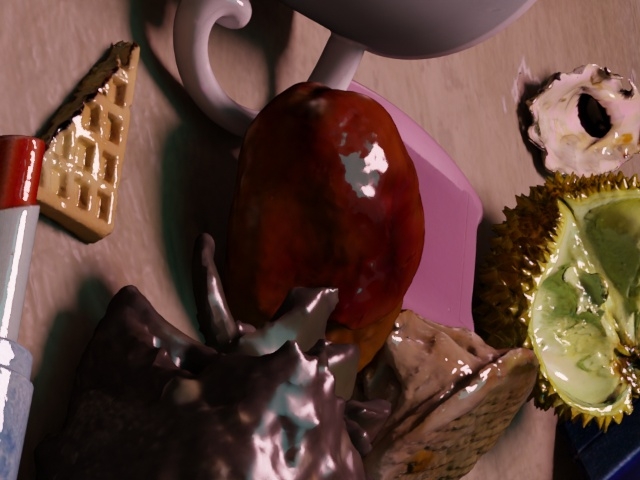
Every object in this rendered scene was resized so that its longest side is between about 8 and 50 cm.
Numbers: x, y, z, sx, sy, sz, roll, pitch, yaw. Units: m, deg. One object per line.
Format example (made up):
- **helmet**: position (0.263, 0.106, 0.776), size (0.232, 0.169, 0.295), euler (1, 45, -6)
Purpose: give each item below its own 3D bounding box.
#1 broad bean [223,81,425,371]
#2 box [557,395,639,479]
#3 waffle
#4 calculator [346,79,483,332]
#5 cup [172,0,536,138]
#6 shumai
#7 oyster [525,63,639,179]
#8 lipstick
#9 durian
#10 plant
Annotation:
- **broad bean**: position (0.001, 0.001, 1.215), size (0.156, 0.122, 0.228), euler (-9, 106, -51)
- **box**: position (0.435, 0.195, 1.717), size (0.279, 0.261, 0.116), euler (33, 23, -31)
- **waffle**: position (-0.158, -0.082, 1.089), size (0.097, 0.023, 0.152), euler (37, 54, -52)
- **calculator**: position (0.065, -0.021, 1.434), size (0.294, 0.043, 0.194), euler (38, 52, -48)
- **cup**: position (-0.003, -0.245, 1.218), size (0.274, 0.259, 0.356), euler (21, 96, -55)
- **shumai**: position (0.069, 0.129, 1.342), size (0.120, 0.201, 0.201), euler (46, 21, 22)
- **oyster**: position (0.279, -0.131, 1.815), size (0.209, 0.072, 0.132), euler (-23, 110, -39)
- **lipstick**: position (-0.193, 0.061, 0.954), size (0.068, 0.061, 0.274), euler (33, 55, -50)
- **durian**: position (0.243, 0.053, 1.571), size (0.176, 0.200, 0.237), euler (118, -12, -83)
- **plant**: position (-0.056, 0.135, 1.043), size (0.199, 0.188, 0.276), euler (62, 36, -31)
